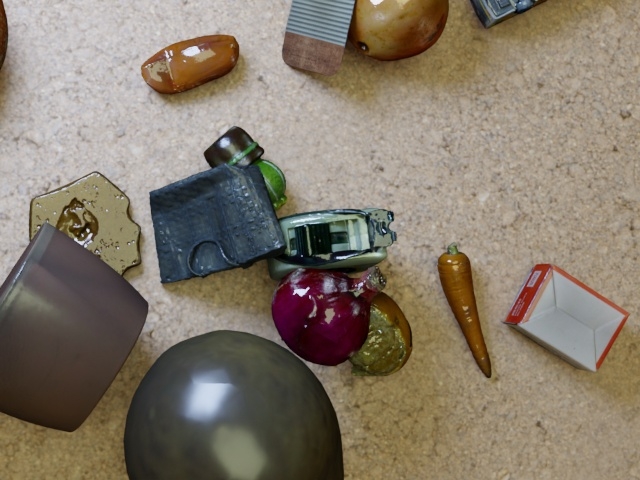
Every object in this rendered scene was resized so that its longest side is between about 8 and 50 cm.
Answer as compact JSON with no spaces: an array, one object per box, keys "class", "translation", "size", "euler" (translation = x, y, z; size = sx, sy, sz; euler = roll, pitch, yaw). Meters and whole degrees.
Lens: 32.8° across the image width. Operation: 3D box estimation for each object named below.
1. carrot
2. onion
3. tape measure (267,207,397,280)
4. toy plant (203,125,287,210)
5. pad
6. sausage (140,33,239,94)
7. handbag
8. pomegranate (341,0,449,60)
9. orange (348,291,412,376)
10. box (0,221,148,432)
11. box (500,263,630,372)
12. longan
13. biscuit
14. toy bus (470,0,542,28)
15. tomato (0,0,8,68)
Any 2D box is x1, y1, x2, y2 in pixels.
[{"class":"carrot","translation":[0.261,0.128,1.959],"size":[0.061,0.061,0.256],"euler":[-16,96,-12]},{"class":"onion","translation":[0.018,0.114,1.722],"size":[0.198,0.135,0.173],"euler":[-35,109,30]},{"class":"tape measure","translation":[0.000,0.000,1.827],"size":[0.207,0.235,0.115],"euler":[-3,81,-11]},{"class":"toy plant","translation":[-0.123,-0.117,1.893],"size":[0.093,0.093,0.162],"euler":[-44,97,-12]},{"class":"pad","translation":[-0.065,-0.442,1.931],"size":[0.323,0.055,0.250],"euler":[19,103,28]},{"class":"sausage","translation":[-0.226,-0.309,1.905],"size":[0.179,0.089,0.089],"euler":[-18,87,-8]},{"class":"handbag","translation":[-0.180,-0.027,1.821],"size":[0.270,0.089,0.175],"euler":[-16,83,33]},{"class":"pomegranate","translation":[0.123,-0.415,1.919],"size":[0.209,0.209,0.209],"euler":[1,83,-10]},{"class":"orange","translation":[0.084,0.163,1.874],"size":[0.157,0.134,0.156],"euler":[31,41,-31]},{"class":"box","translation":[-0.423,0.150,1.714],"size":[0.216,0.301,0.301],"euler":[35,79,-14]},{"class":"box","translation":[0.439,0.139,1.963],"size":[0.182,0.099,0.133],"euler":[30,82,-7]},{"class":"longan","translation":[-0.130,0.330,1.699],"size":[0.336,0.404,0.404],"euler":[-34,90,-12]},{"class":"biscuit","translation":[-0.393,0.002,1.858],"size":[0.182,0.034,0.215],"euler":[-25,91,-11]},{"class":"toy bus","translation":[0.402,-0.482,2.023],"size":[0.268,0.106,0.092],"euler":[-27,89,-14]},{"class":"tomato","translation":[-0.641,-0.330,1.758],"size":[0.270,0.222,0.270],"euler":[4,62,-8]}]
